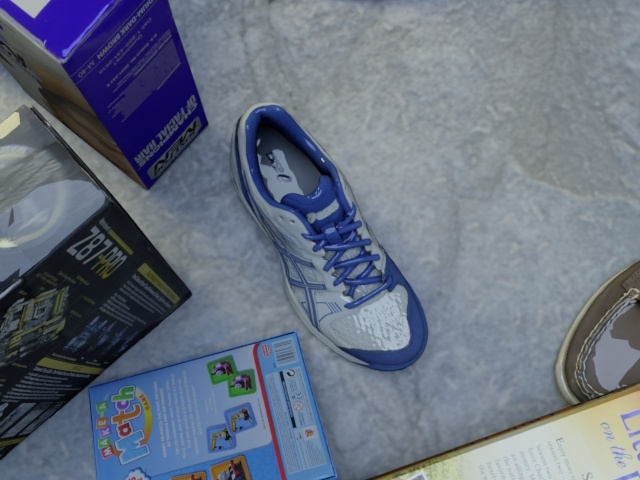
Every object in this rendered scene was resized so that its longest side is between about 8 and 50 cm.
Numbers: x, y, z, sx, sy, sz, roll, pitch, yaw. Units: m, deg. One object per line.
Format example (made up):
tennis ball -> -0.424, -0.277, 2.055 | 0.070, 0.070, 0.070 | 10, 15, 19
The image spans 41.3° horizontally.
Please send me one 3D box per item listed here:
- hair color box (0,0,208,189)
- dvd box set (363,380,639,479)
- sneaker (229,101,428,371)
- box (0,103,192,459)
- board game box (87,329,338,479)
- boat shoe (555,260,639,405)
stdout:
hair color box -> -0.216, -0.176, 0.746 | 0.185, 0.339, 0.110 | 38, 82, 7
dvd box set -> 0.167, 0.332, 0.754 | 0.420, 0.062, 0.307 | -22, 79, 4
sneaker -> 0.000, 0.000, 0.821 | 0.112, 0.131, 0.296 | -36, 82, -10
box -> -0.266, 0.089, 0.661 | 0.318, 0.395, 0.097 | -40, 82, -8
board game box -> -0.104, 0.183, 0.793 | 0.211, 0.039, 0.160 | -14, 52, -5
boat shoe -> 0.370, 0.051, 0.832 | 0.324, 0.097, 0.116 | -36, 82, -8
